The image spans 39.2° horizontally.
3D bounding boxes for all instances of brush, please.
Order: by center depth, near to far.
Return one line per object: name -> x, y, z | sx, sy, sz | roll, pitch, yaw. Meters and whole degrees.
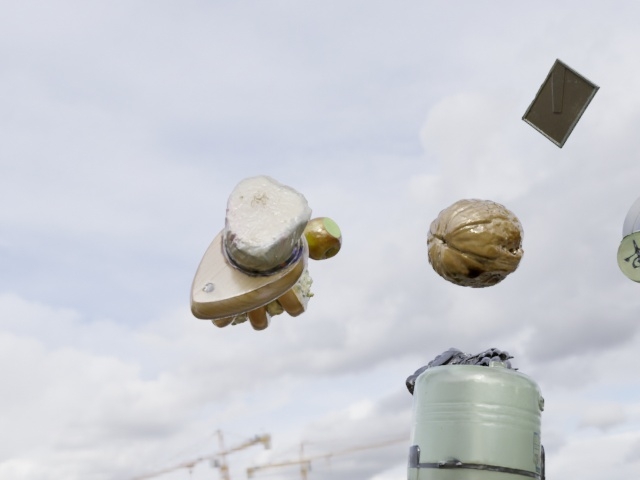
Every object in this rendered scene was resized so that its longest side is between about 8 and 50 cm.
brush -> -0.137, 0.026, 1.619 | 0.267, 0.174, 0.166 | -44, -23, -25

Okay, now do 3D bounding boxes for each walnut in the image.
walnut -> 0.269, 0.005, 1.534 | 0.184, 0.155, 0.155 | 9, -27, -36

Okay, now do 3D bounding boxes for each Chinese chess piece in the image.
Chinese chess piece -> 0.494, 0.025, 1.369 | 0.034, 0.084, 0.084 | 6, -25, -44

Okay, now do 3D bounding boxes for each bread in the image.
bread -> -0.143, 0.092, 2.042 | 0.270, 0.211, 0.315 | -31, 17, 5

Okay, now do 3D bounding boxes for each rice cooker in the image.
rice cooker -> 0.250, 0.324, 1.446 | 0.226, 0.244, 0.226 | 4, -22, 2

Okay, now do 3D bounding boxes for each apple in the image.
apple -> 0.000, 0.000, 2.225 | 0.099, 0.102, 0.114 | -42, -35, 26

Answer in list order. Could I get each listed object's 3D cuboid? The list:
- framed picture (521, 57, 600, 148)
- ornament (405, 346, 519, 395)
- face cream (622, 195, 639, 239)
framed picture -> 0.481, -0.275, 1.808 | 0.011, 0.109, 0.149 | -15, -39, -47
ornament -> 0.368, 0.325, 2.154 | 0.260, 0.106, 0.251 | -18, 7, 46
face cream -> 0.666, -0.003, 1.635 | 0.177, 0.177, 0.153 | -3, 21, -12
